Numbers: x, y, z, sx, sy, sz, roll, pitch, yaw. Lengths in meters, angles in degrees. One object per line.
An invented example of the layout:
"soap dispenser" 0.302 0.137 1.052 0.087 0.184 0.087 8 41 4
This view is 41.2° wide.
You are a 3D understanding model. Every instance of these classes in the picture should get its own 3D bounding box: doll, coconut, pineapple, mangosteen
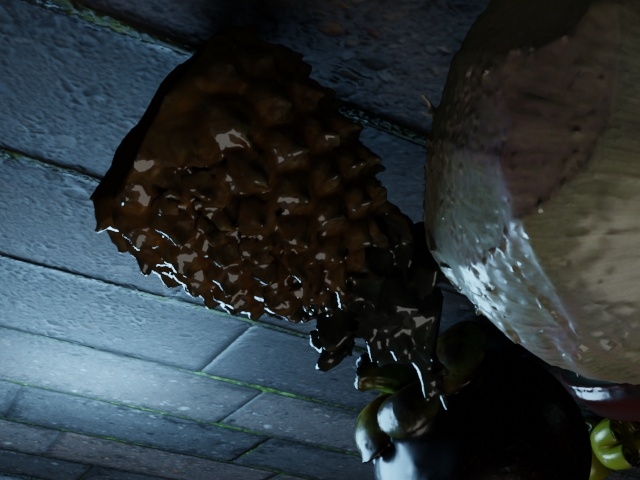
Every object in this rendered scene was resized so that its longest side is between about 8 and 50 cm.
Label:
"doll" 0.450 0.356 1.436 0.135 0.143 0.221 -17 167 -41
"coconut" 0.218 -0.051 0.541 0.297 0.254 0.297 -4 111 -10
"pineapple" 0.001 -0.002 0.716 0.357 0.223 0.223 37 140 -16
"mangosteen" 0.214 0.281 1.191 0.330 0.330 0.330 4 150 2

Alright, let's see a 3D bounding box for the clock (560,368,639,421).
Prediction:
"clock" 0.391 0.078 0.855 0.318 0.080 0.318 -25 -179 1
